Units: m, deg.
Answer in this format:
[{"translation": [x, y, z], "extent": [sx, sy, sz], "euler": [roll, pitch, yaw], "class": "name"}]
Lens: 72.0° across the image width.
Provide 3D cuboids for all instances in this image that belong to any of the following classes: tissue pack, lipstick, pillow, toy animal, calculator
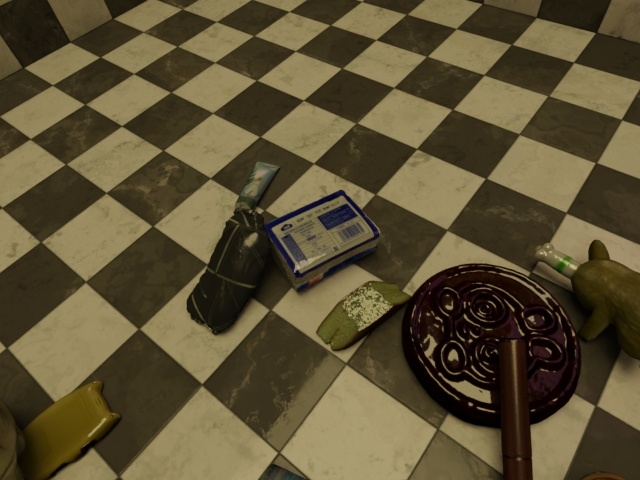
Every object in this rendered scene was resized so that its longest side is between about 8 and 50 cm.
[{"translation": [0.000, 0.000, 1.222], "extent": [0.270, 0.137, 0.209], "euler": [-27, 54, -18], "class": "tissue pack"}, {"translation": [0.390, 0.376, 0.880], "extent": [0.057, 0.057, 0.356], "euler": [3, 75, 8], "class": "lipstick"}, {"translation": [-0.236, 0.076, 1.161], "extent": [0.162, 0.092, 0.335], "euler": [25, 88, 17], "class": "pillow"}, {"translation": [0.693, 0.134, 1.047], "extent": [0.181, 0.180, 0.363], "euler": [-17, 31, -15], "class": "toy animal"}, {"translation": [-0.595, 0.441, 1.015], "extent": [0.236, 0.033, 0.157], "euler": [-39, 60, -18], "class": "calculator"}]

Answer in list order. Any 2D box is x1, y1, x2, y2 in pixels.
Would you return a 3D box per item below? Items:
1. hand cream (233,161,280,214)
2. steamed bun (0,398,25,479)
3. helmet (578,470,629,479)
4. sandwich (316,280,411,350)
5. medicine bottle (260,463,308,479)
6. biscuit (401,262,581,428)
[{"translation": [-0.213, -0.169, 1.421], "extent": [0.088, 0.055, 0.256], "euler": [11, 49, 13], "class": "hand cream"}, {"translation": [-0.746, 0.456, 0.907], "extent": [0.324, 0.219, 0.309], "euler": [40, 96, 14], "class": "steamed bun"}, {"translation": [0.533, 0.543, 0.772], "extent": [0.199, 0.130, 0.224], "euler": [-19, 44, -13], "class": "helmet"}, {"translation": [0.113, 0.177, 1.107], "extent": [0.258, 0.096, 0.094], "euler": [-33, 63, -15], "class": "sandwich"}, {"translation": [-0.025, 0.523, 0.869], "extent": [0.203, 0.083, 0.083], "euler": [19, 58, 16], "class": "medicine bottle"}, {"translation": [0.399, 0.227, 1.042], "extent": [0.408, 0.091, 0.407], "euler": [-2, 53, 3], "class": "biscuit"}]
